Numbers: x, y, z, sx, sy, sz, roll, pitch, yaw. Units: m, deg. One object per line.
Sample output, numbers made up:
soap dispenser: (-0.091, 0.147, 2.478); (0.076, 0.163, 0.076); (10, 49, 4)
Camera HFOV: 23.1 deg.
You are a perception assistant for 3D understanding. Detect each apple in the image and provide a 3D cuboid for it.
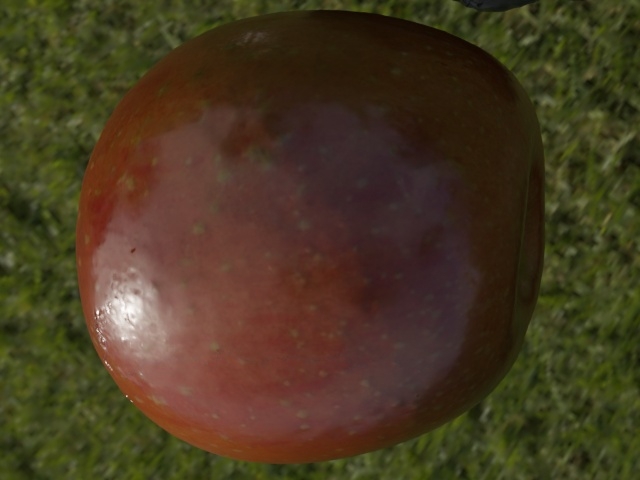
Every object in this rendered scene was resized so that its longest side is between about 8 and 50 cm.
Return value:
apple: (0.000, 0.000, 0.600); (0.168, 0.181, 0.181); (1, 119, 14)

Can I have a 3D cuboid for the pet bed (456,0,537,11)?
pet bed: (0.109, -0.196, 0.691); (0.159, 0.211, 0.183); (7, 104, 56)
